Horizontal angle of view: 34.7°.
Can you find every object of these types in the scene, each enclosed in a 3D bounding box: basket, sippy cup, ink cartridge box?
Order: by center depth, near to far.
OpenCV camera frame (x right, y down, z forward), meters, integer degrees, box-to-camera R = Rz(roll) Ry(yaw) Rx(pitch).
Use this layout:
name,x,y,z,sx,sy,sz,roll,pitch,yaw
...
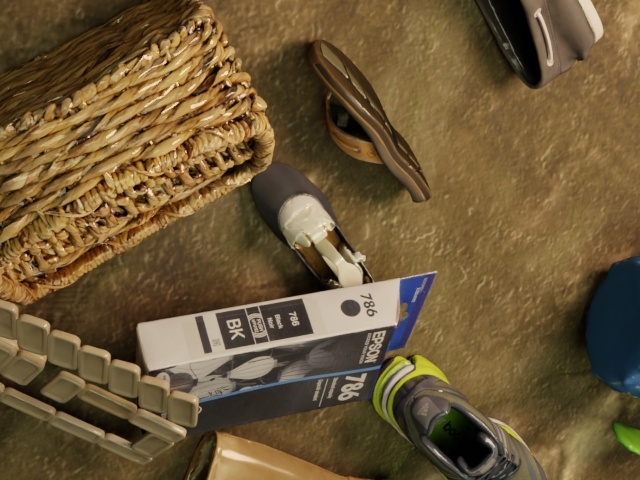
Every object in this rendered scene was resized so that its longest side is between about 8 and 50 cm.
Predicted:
name,x,y,z,sx,sy,sz,roll,pitch,yaw
basket,-0.188,-0.060,0.929,0.299,0.213,0.223,-29,117,-9
ink cartridge box,-0.031,0.126,1.104,0.332,0.065,0.165,-11,145,-17
sippy cup,0.461,0.119,1.262,0.224,0.240,0.306,11,80,-14

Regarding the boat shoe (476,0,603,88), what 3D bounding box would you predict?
name,x,y,z,sx,sy,sz,roll,pitch,yaw
boat shoe,0.178,-0.291,1.045,0.095,0.112,0.335,-47,122,-4

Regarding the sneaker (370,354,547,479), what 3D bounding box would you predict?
name,x,y,z,sx,sy,sz,roll,pitch,yaw
sneaker,0.184,0.261,1.250,0.300,0.121,0.111,39,93,-29

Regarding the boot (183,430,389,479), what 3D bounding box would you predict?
name,x,y,z,sx,sy,sz,roll,pitch,yaw
boot,-0.050,0.361,1.221,0.269,0.089,0.236,19,91,-26

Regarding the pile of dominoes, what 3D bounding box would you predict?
name,x,y,z,sx,sy,sz,roll,pitch,yaw
pile of dominoes,-0.241,0.134,1.019,0.251,0.040,0.196,30,141,-20

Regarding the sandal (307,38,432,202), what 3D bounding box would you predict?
name,x,y,z,sx,sy,sz,roll,pitch,yaw
sandal,0.045,-0.115,1.087,0.060,0.090,0.219,-29,127,15

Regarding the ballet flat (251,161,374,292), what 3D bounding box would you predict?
name,x,y,z,sx,sy,sz,roll,pitch,yaw
ballet flat,0.000,0.000,1.108,0.074,0.074,0.203,-37,118,-5
